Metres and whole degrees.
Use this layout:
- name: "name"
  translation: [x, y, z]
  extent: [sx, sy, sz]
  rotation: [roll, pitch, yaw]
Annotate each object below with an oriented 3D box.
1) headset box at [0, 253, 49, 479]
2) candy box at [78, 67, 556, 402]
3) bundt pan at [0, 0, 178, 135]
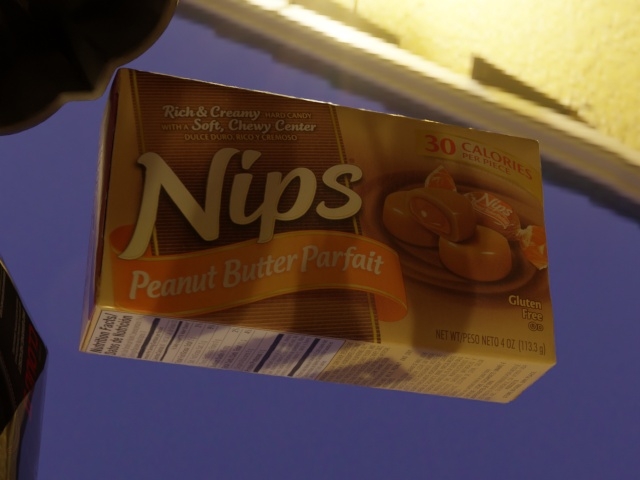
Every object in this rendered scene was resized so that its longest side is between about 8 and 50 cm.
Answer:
- name: "headset box"
  translation: [-0.231, 0.046, 0.665]
  extent: [0.110, 0.293, 0.218]
  rotation: [-17, -149, 3]
- name: "candy box"
  translation: [0.000, 0.000, 0.934]
  extent: [0.316, 0.087, 0.183]
  rotation: [8, -119, -14]
- name: "bundt pan"
  translation: [-0.245, -0.239, 0.884]
  extent: [0.331, 0.331, 0.124]
  rotation: [-11, -150, -27]
